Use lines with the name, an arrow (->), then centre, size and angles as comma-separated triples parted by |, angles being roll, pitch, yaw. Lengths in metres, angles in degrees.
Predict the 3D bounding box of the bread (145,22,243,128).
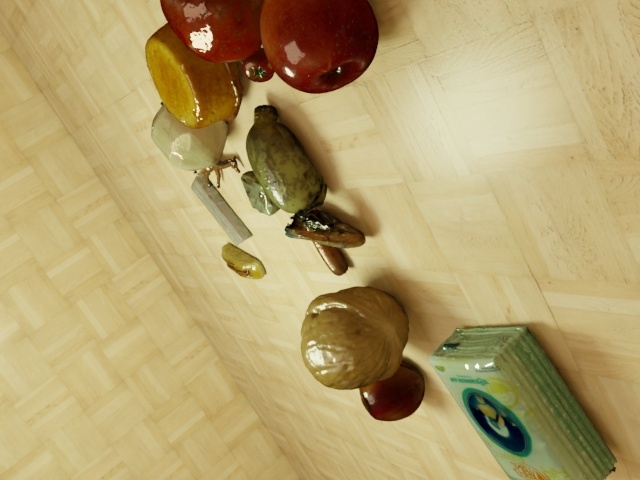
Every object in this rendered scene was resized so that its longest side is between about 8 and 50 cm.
bread -> -0.334, -0.443, 1.827 | 0.312, 0.172, 0.312 | 41, 152, 28

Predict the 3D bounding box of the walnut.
walnut -> 0.094, 0.267, 1.885 | 0.333, 0.333, 0.332 | 40, 152, 26

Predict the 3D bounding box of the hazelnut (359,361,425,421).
hazelnut -> 0.222, 0.451, 2.083 | 0.208, 0.208, 0.208 | 40, 152, 26

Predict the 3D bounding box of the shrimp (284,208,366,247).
shrimp -> -0.015, -0.028, 1.834 | 0.289, 0.178, 0.075 | 33, 117, 38

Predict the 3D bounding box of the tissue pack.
tissue pack -> 0.461, 0.390, 1.590 | 0.388, 0.162, 0.287 | 55, 158, -6

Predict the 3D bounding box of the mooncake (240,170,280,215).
mooncake -> -0.176, -0.152, 2.061 | 0.130, 0.073, 0.125 | 25, 141, 42

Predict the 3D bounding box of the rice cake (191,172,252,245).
rice cake -> -0.365, -0.109, 2.471 | 0.298, 0.050, 0.106 | 52, 156, 0

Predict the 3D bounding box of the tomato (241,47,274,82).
tomato -> -0.149, -0.426, 1.641 | 0.087, 0.087, 0.075 | 100, 166, -58

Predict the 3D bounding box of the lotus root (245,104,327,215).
lotus root -> -0.107, -0.206, 1.793 | 0.309, 0.173, 0.173 | 62, 155, -3

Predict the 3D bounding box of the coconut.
coconut -> -0.382, -0.310, 2.040 | 0.234, 0.224, 0.224 | 44, 155, 6

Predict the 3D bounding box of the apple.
apple -> -0.005, -0.390, 1.286 | 0.218, 0.218, 0.201 | 148, 110, -65

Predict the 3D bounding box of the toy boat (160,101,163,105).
toy boat -> -0.463, -0.454, 2.131 | 0.088, 0.089, 0.229 | 37, 158, 0

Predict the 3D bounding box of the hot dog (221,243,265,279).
hot dog -> -0.307, 0.088, 2.611 | 0.243, 0.073, 0.084 | 27, 151, 43

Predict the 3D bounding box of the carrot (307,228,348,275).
carrot -> 0.000, 0.000, 1.989 | 0.247, 0.059, 0.059 | 55, 155, 1

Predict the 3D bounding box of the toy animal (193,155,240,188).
toy animal -> -0.346, -0.243, 2.243 | 0.224, 0.066, 0.229 | 44, 149, 17

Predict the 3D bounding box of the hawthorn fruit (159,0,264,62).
hawthorn fruit -> -0.205, -0.503, 1.480 | 0.254, 0.254, 0.300 | 40, 171, 25
